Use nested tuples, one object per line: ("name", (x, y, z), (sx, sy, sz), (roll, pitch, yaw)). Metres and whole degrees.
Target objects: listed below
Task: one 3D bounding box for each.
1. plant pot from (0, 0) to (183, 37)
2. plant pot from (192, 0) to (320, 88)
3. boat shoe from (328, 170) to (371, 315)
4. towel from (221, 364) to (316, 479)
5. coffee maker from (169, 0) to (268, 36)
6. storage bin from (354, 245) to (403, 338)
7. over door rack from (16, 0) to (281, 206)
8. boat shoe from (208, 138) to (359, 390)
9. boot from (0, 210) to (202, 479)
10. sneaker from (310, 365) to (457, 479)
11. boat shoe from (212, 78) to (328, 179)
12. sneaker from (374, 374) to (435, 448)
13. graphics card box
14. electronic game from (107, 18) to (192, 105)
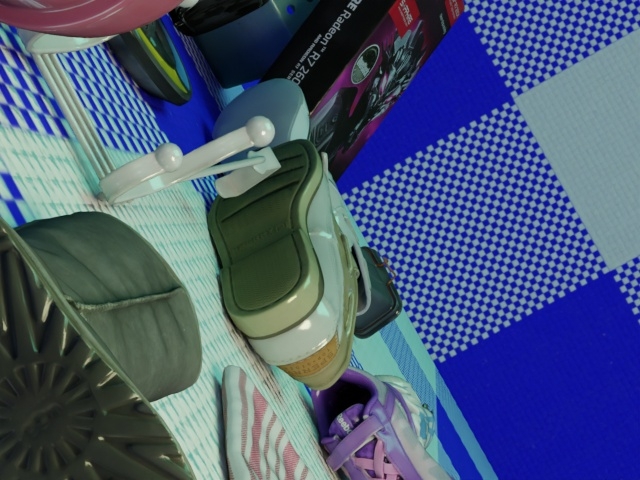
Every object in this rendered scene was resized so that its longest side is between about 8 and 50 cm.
("plant pot", (-0.160, -0.209, 0.610), (0.201, 0.201, 0.180), (61, 21, 6))
("plant pot", (-0.066, -0.326, 1.680), (0.165, 0.166, 0.234), (59, -22, -19))
("boat shoe", (0.000, 0.000, 1.507), (0.088, 0.096, 0.267), (59, -5, 43))
("towel", (-0.005, 0.182, 0.782), (0.197, 0.029, 0.144), (58, 5, -24))
("coffee maker", (-0.123, -0.312, 1.248), (0.171, 0.120, 0.178), (-18, 85, -62))
("storage bin", (0.047, 0.052, 1.688), (0.091, 0.098, 0.135), (40, 19, -47))
("over door rack", (-0.121, -0.153, 0.880), (0.239, 0.108, 0.324), (62, 11, 2))
("boat shoe", (-0.029, 0.016, 1.066), (0.103, 0.113, 0.302), (60, 16, -28))
("boot", (-0.085, 0.063, 0.493), (0.189, 0.076, 0.208), (64, -1, 7))
("sneaker", (0.053, 0.190, 1.016), (0.104, 0.095, 0.236), (48, 8, -40))
("boat shoe", (-0.042, -0.064, 1.314), (0.306, 0.113, 0.105), (-108, 174, -53))
("sneaker", (0.072, 0.199, 1.240), (0.237, 0.085, 0.086), (57, 32, -69))
("graphics card box", (0.040, -0.228, 1.581), (0.094, 0.371, 0.233), (37, -4, 17))
("electronic game", (-0.186, -0.229, 1.147), (0.229, 0.048, 0.229), (60, 6, -10))
